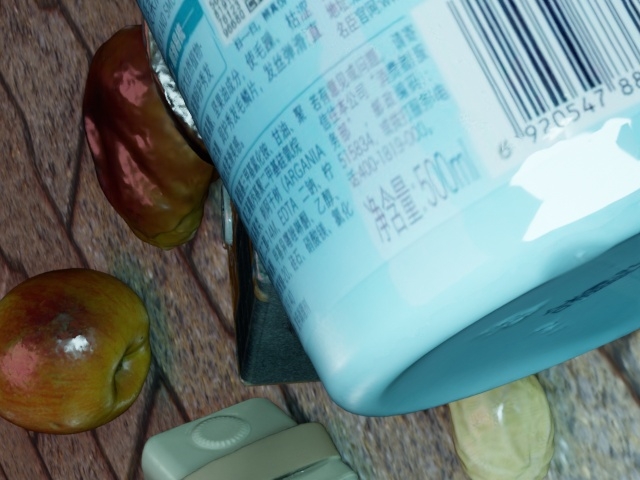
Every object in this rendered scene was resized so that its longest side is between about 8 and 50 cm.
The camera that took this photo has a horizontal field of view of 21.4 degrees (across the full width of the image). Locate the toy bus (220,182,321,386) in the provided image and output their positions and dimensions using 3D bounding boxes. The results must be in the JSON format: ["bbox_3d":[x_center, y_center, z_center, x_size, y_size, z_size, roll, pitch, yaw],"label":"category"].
[{"bbox_3d":[0.000,0.000,1.236,0.275,0.139,0.167,105,160,-68],"label":"toy bus"}]

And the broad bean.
[{"bbox_3d":[-0.147,-0.100,1.577,0.156,0.122,0.228,29,133,41],"label":"broad bean"}]

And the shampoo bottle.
[{"bbox_3d":[0.085,-0.124,0.879,0.342,0.331,0.331,65,152,15],"label":"shampoo bottle"}]

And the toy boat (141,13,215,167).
[{"bbox_3d":[-0.092,-0.182,1.453,0.115,0.114,0.262,-76,-18,-72],"label":"toy boat"}]

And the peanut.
[{"bbox_3d":[0.116,0.094,1.228,0.082,0.082,0.187,-46,62,60],"label":"peanut"}]

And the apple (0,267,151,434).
[{"bbox_3d":[-0.286,0.118,1.882,0.173,0.195,0.160,16,151,25],"label":"apple"}]

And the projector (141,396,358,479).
[{"bbox_3d":[-0.059,0.272,1.574,0.177,0.163,0.242,34,138,51],"label":"projector"}]
